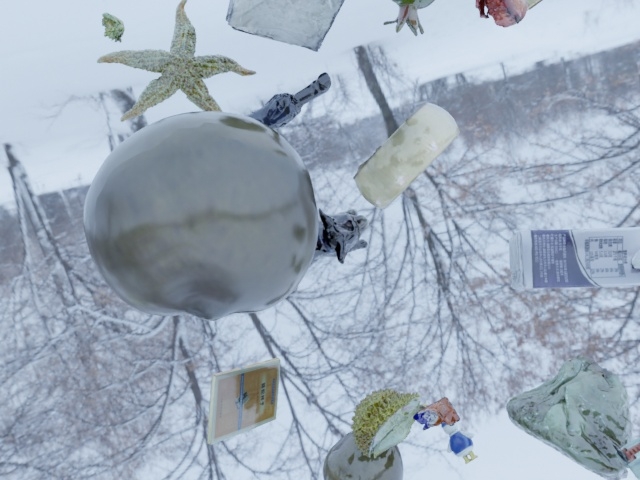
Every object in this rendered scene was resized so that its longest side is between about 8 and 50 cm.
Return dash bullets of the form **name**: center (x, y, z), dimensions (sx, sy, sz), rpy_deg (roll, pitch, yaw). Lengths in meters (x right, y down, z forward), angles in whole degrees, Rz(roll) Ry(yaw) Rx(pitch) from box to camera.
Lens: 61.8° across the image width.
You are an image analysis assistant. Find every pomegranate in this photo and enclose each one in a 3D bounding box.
- **pomegranate**: center (0.219, -0.599, 1.298), dimensions (0.152, 0.191, 0.131), rpy_deg (-8, -163, -29)

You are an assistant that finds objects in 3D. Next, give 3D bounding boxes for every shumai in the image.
- **shumai**: center (0.666, 0.426, 1.369), dimensions (0.309, 0.263, 0.304), rpy_deg (28, 171, 20)

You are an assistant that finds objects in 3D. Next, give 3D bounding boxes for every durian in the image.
- **durian**: center (0.184, 0.483, 1.493), dimensions (0.237, 0.194, 0.138), rpy_deg (-11, -148, -32)

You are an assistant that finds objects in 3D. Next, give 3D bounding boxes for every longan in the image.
- **longan**: center (-0.184, -0.031, 0.857), dimensions (0.360, 0.361, 0.361), rpy_deg (-15, -168, 3)
- **longan**: center (0.131, 0.671, 1.576), dimensions (0.246, 0.246, 0.215), rpy_deg (-17, 165, -4)

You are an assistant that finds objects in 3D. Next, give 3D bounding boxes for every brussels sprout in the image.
- **brussels sprout**: center (-0.579, -0.596, 1.503), dimensions (0.058, 0.085, 0.085), rpy_deg (-10, -172, -24)

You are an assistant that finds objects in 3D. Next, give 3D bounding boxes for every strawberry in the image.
- **strawberry**: center (0.313, -0.461, 0.938), dimensions (0.082, 0.121, 0.188), rpy_deg (14, 170, 38)

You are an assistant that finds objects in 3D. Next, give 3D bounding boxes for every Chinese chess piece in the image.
- **Chinese chess piece**: center (0.246, -0.244, 1.551), dimensions (0.338, 0.140, 0.338), rpy_deg (-45, 180, 0)

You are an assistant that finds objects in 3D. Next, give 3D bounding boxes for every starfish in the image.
- **starfish**: center (-0.358, -0.414, 1.360), dimensions (0.358, 0.347, 0.078), rpy_deg (-54, -164, -14)

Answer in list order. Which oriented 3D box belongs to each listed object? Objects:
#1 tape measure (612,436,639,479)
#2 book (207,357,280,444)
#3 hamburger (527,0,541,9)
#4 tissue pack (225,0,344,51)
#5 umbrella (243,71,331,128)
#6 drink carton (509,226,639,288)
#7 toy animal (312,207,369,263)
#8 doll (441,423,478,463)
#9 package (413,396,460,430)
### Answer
- **tape measure**: center (0.779, 0.466, 1.095), dimensions (0.243, 0.246, 0.125), rpy_deg (-36, 173, 9)
- **book**: center (-0.187, 0.399, 1.349), dimensions (0.018, 0.170, 0.241), rpy_deg (6, -177, 35)
- **hamburger**: center (0.459, -0.552, 1.150), dimensions (0.126, 0.081, 0.141), rpy_deg (-30, -172, 44)
- **tissue pack**: center (-0.058, -0.600, 1.055), dimensions (0.210, 0.370, 0.198), rpy_deg (9, 161, -13)
- **umbrella**: center (-0.083, -0.236, 1.016), dimensions (0.248, 0.071, 0.071), rpy_deg (-24, -171, 15)
- **drink carton**: center (0.447, 0.032, 0.914), dimensions (0.222, 0.102, 0.134), rpy_deg (-3, 172, 13)
- **toy animal**: center (0.000, 0.000, 1.768), dimensions (0.344, 0.194, 0.302), rpy_deg (-21, 179, 4)
- **doll**: center (0.383, 0.555, 1.506), dimensions (0.099, 0.143, 0.057), rpy_deg (-47, 148, 23)
- **package**: center (0.304, 0.463, 1.407), dimensions (0.110, 0.033, 0.077), rpy_deg (-19, -155, -15)
